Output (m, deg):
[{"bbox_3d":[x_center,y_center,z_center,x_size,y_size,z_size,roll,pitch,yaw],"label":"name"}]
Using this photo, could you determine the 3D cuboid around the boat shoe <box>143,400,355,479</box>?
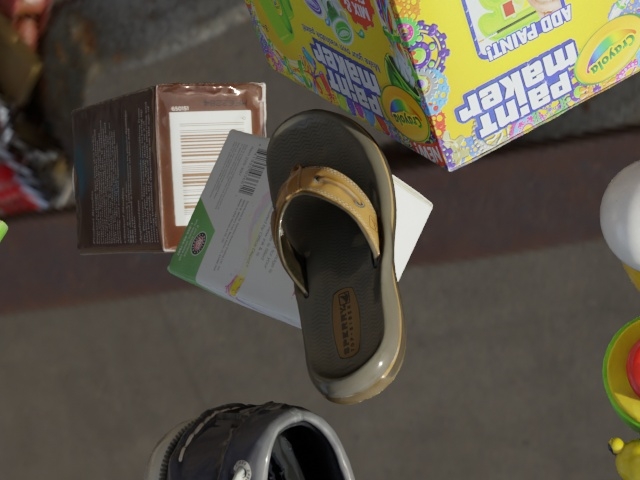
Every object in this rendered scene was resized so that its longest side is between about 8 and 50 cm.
[{"bbox_3d":[-0.006,0.149,0.510,0.075,0.206,0.065,-2,164,-37],"label":"boat shoe"}]

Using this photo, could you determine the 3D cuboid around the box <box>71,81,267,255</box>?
[{"bbox_3d":[-0.187,-0.078,2.021,0.143,0.381,0.191,-3,91,-24],"label":"box"}]

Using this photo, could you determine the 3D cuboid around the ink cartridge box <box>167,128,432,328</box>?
[{"bbox_3d":[-0.022,-0.003,1.560,0.093,0.154,0.212,30,172,-40],"label":"ink cartridge box"}]

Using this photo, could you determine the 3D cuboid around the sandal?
[{"bbox_3d":[0.000,0.000,1.065,0.090,0.219,0.060,-25,142,27],"label":"sandal"}]

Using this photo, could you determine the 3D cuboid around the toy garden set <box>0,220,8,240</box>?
[{"bbox_3d":[-0.370,-0.002,1.251,0.244,0.204,0.049,41,154,-26],"label":"toy garden set"}]

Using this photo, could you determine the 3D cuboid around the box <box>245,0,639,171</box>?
[{"bbox_3d":[0.052,-0.240,1.139,0.177,0.290,0.279,-29,118,-15],"label":"box"}]

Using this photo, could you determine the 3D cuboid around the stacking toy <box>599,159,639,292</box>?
[{"bbox_3d":[0.419,-0.008,1.777,0.350,0.351,0.480,-29,161,32],"label":"stacking toy"}]

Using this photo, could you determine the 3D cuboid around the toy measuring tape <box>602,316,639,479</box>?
[{"bbox_3d":[0.345,0.069,1.549,0.121,0.330,0.121,29,172,4],"label":"toy measuring tape"}]
